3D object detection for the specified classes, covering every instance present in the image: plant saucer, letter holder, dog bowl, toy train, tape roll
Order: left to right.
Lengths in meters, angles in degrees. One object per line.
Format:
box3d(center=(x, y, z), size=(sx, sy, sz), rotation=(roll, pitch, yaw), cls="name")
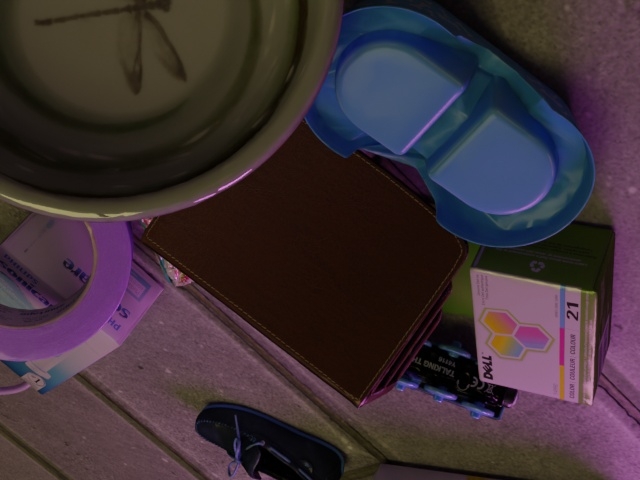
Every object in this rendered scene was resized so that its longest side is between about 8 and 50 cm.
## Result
box3d(center=(-0.382, 0.012, 1.247), size=(0.275, 0.275, 0.090), rotation=(43, -179, -14), cls="tape roll")
box3d(center=(-0.180, -0.209, 0.857), size=(0.401, 0.400, 0.100), rotation=(28, 175, 4), cls="plant saucer")
box3d(center=(0.000, 0.000, 1.060), size=(0.302, 0.214, 0.152), rotation=(36, -173, 14), cls="letter holder")
box3d(center=(0.153, 0.164, 1.201), size=(0.184, 0.080, 0.105), rotation=(20, 173, 2), cls="toy train")
box3d(center=(0.120, -0.117, 0.906), size=(0.297, 0.074, 0.166), rotation=(33, 128, -13), cls="dog bowl")

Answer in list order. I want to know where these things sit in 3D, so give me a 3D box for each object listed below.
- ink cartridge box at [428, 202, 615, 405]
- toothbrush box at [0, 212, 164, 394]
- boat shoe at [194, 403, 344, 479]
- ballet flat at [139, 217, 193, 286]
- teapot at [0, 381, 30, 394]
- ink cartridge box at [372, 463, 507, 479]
box3d(center=(0.186, 0.065, 1.072), size=(0.255, 0.097, 0.188), rotation=(10, 137, 23), cls="ink cartridge box")
box3d(center=(-0.409, 0.088, 1.451), size=(0.216, 0.126, 0.295), rotation=(43, 140, -13), cls="toothbrush box")
box3d(center=(-0.092, 0.334, 1.539), size=(0.258, 0.089, 0.109), rotation=(13, 137, 22), cls="boat shoe")
box3d(center=(-0.196, -0.041, 1.232), size=(0.077, 0.091, 0.241), rotation=(-16, 132, 6), cls="ballet flat")
box3d(center=(-0.627, 0.152, 1.625), size=(0.253, 0.187, 0.256), rotation=(38, 172, 22), cls="teapot")
box3d(center=(0.268, 0.492, 1.420), size=(0.385, 0.160, 0.279), rotation=(0, 132, 33), cls="ink cartridge box")
